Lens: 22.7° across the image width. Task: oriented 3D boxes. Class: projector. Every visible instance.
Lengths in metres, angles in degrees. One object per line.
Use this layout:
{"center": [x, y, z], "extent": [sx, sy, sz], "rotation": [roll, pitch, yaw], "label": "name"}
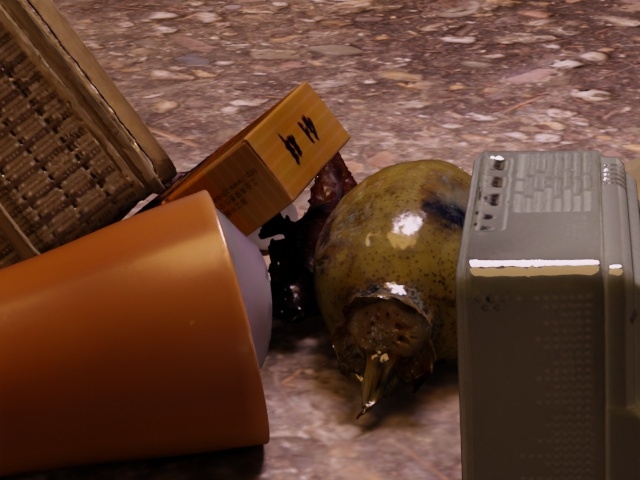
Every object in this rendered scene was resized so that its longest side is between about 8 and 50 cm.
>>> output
{"center": [0.129, 0.098, 0.860], "extent": [0.099, 0.257, 0.192], "rotation": [0, 22, 10], "label": "projector"}

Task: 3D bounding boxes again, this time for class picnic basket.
{"center": [-0.260, -0.100, 1.362], "extent": [0.175, 0.228, 0.313], "rotation": [-38, 12, -3], "label": "picnic basket"}

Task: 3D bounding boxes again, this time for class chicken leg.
{"center": [0.000, 0.000, 1.358], "extent": [0.063, 0.105, 0.234], "rotation": [-6, 21, 21], "label": "chicken leg"}

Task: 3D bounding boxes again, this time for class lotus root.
{"center": [0.067, 0.027, 1.228], "extent": [0.154, 0.154, 0.278], "rotation": [3, 26, 16], "label": "lotus root"}

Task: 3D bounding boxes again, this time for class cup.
{"center": [-0.160, 0.082, 1.123], "extent": [0.264, 0.182, 0.226], "rotation": [-13, -11, -7], "label": "cup"}

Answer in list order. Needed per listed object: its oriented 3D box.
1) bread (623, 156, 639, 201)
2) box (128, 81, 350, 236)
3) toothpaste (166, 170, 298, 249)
{"center": [0.285, 0.009, 1.243], "extent": [0.148, 0.134, 0.141], "rotation": [-10, 23, 19], "label": "bread"}
{"center": [-0.099, -0.021, 1.302], "extent": [0.237, 0.070, 0.152], "rotation": [-38, 7, 28], "label": "box"}
{"center": [-0.090, -0.048, 1.586], "extent": [0.096, 0.061, 0.266], "rotation": [-11, 16, -16], "label": "toothpaste"}
